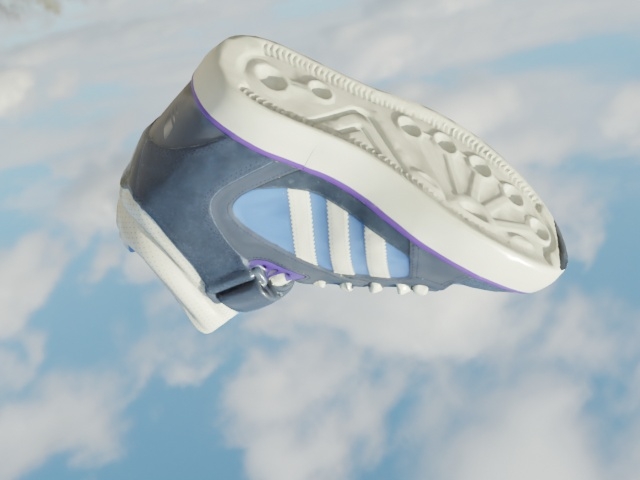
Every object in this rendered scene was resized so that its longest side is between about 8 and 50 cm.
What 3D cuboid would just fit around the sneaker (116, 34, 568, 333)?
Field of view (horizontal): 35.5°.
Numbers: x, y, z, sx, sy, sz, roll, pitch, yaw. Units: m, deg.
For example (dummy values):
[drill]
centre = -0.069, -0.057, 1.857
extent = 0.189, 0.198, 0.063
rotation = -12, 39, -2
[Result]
[sneaker]
centre = 0.000, 0.000, 0.790
extent = 0.323, 0.236, 0.130
rotation = 26, -140, -17
